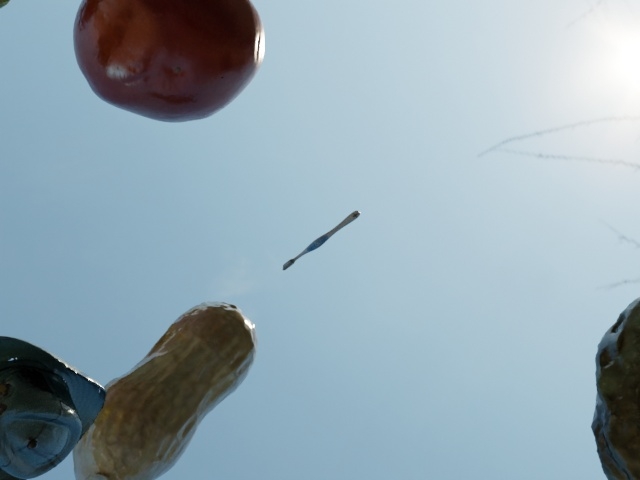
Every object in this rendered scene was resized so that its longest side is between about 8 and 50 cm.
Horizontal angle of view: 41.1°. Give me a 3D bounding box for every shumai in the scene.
[{"bbox_3d":[0.445,0.224,0.965,0.309,0.263,0.304,-39,-120,-15],"label":"shumai"}]

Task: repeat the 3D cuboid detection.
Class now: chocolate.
[{"bbox_3d":[-0.193,0.193,1.074,0.134,0.134,0.309,35,-123,9],"label":"chocolate"}]

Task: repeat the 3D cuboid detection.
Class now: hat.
[{"bbox_3d":[-0.275,0.173,0.800,0.138,0.191,0.078,-44,-133,-9],"label":"hat"}]

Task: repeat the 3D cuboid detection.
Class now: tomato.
[{"bbox_3d":[-0.205,-0.270,1.166,0.260,0.260,0.180,9,-150,-18],"label":"tomato"}]

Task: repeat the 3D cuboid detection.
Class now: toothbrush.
[{"bbox_3d":[0.000,0.000,1.352,0.014,0.162,0.017,49,-160,-10],"label":"toothbrush"}]

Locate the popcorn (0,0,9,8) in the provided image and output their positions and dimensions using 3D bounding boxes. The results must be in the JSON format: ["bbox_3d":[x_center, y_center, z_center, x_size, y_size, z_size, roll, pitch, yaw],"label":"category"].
[{"bbox_3d":[-0.467,-0.400,1.152,0.173,0.173,0.142,12,-122,-15],"label":"popcorn"}]
